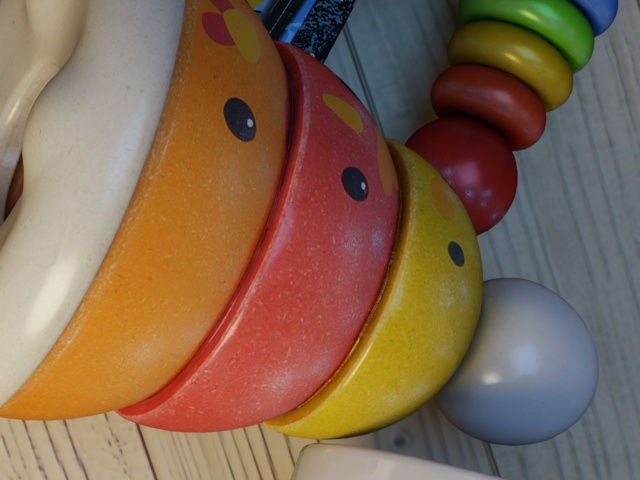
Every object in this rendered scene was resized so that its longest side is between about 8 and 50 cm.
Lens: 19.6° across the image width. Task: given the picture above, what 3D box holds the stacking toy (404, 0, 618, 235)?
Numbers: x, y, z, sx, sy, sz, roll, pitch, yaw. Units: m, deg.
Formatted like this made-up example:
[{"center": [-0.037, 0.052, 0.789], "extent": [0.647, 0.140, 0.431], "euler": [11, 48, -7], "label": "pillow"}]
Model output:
[{"center": [0.150, -0.152, 1.365], "extent": [0.141, 0.141, 0.330], "euler": [30, 73, -14], "label": "stacking toy"}]

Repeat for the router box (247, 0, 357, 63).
[{"center": [-0.049, -0.172, 1.346], "extent": [0.133, 0.046, 0.179], "euler": [27, 76, -3], "label": "router box"}]

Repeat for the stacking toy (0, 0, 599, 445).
[{"center": [-0.013, 0.014, 1.230], "extent": [0.480, 0.350, 0.351], "euler": [22, 79, -25], "label": "stacking toy"}]

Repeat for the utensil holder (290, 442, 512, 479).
[{"center": [0.082, 0.360, 1.220], "extent": [0.327, 0.327, 0.385], "euler": [20, 77, -16], "label": "utensil holder"}]
